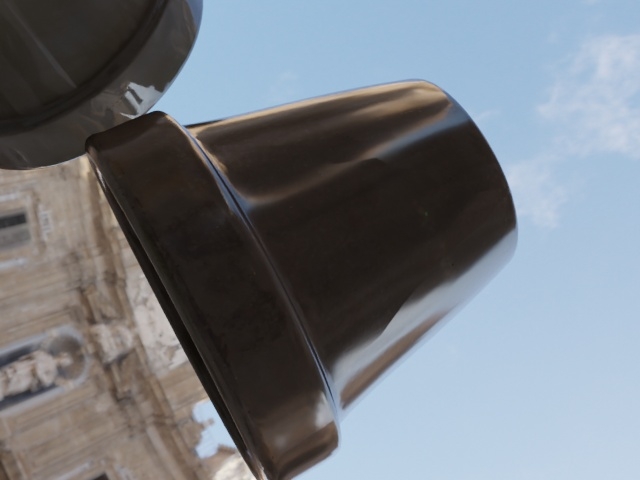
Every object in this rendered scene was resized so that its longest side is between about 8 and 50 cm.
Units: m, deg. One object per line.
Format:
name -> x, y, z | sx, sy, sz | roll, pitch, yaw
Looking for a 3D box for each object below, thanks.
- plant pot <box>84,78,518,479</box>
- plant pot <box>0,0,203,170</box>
plant pot -> 0.000, 0.000, 0.619 | 0.263, 0.229, 0.263 | 58, -12, 19
plant pot -> -0.311, -0.269, 0.844 | 0.323, 0.280, 0.323 | -8, -118, 16
